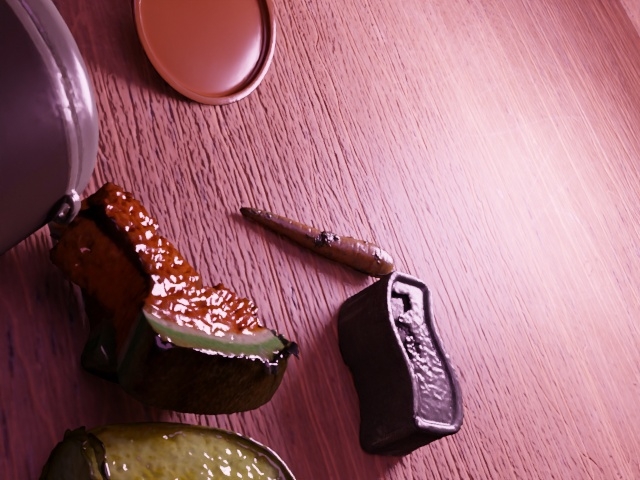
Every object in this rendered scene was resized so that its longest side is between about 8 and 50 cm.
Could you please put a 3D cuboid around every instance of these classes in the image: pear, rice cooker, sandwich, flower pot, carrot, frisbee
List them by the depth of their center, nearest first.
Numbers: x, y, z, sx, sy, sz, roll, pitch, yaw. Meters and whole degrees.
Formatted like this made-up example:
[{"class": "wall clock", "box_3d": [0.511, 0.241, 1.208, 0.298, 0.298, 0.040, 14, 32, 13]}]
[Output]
[{"class": "rice cooker", "box_3d": [-0.384, -0.108, 0.625, 0.335, 0.335, 0.325, 46, 45, -5]}, {"class": "pear", "box_3d": [-0.117, 0.285, 0.698, 0.255, 0.164, 0.238, -2, 54, -45]}, {"class": "sandwich", "box_3d": [-0.193, 0.075, 0.782, 0.301, 0.162, 0.250, 47, 11, 19]}, {"class": "flower pot", "box_3d": [0.104, 0.162, 0.983, 0.103, 0.108, 0.229, 8, 59, -36]}, {"class": "carrot", "box_3d": [0.000, 0.000, 1.057, 0.254, 0.049, 0.049, 21, 52, -21]}, {"class": "frisbee", "box_3d": [-0.163, -0.320, 1.070, 0.251, 0.021, 0.250, -1, 92, -43]}]
